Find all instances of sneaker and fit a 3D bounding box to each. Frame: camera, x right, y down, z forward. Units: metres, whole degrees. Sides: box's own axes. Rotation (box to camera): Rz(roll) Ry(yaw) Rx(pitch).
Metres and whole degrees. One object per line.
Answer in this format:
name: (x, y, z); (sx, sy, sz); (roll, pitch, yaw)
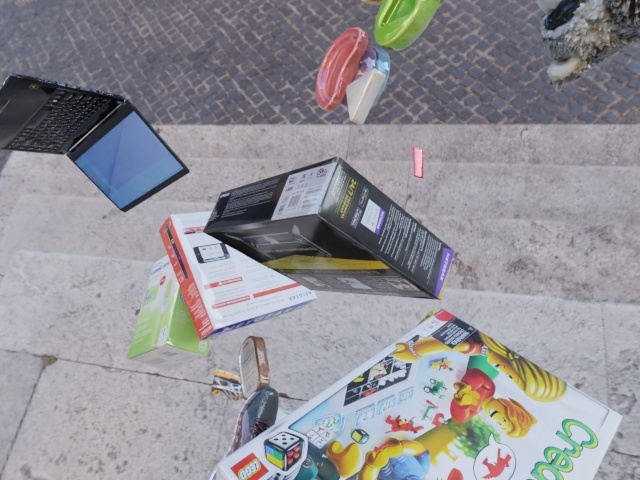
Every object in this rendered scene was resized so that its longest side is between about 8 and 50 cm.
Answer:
sneaker: (-0.138, 0.486, 0.995); (0.162, 0.106, 0.282); (-1, 60, 53)
sneaker: (-0.266, 0.500, 1.459); (0.214, 0.084, 0.083); (14, 73, 20)

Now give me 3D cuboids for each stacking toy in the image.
stacking toy: (0.128, -0.337, 0.760); (0.309, 0.130, 0.280); (-59, 30, 28)

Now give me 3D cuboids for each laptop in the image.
laptop: (-0.417, -0.145, 0.757); (0.234, 0.264, 0.137); (-21, 82, 34)

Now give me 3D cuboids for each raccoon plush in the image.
raccoon plush: (0.529, -0.317, 0.611); (0.216, 0.299, 0.446); (-35, 61, -23)

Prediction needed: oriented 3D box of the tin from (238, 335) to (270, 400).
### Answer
tin: (-0.182, 0.346, 1.187); (0.106, 0.040, 0.190); (-48, 38, 25)

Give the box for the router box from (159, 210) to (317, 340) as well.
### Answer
router box: (-0.206, 0.066, 1.143); (0.082, 0.335, 0.301); (-38, 70, 41)

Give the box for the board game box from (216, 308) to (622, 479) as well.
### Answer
board game box: (0.097, 0.177, 0.361); (0.305, 0.053, 0.193); (-21, 40, -41)

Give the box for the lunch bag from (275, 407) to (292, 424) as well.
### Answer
lunch bag: (-0.108, 0.641, 1.295); (0.160, 0.223, 0.262); (-43, 84, 23)

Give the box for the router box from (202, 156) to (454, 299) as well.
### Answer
router box: (0.000, 0.000, 0.660); (0.308, 0.242, 0.081); (-4, 60, 51)

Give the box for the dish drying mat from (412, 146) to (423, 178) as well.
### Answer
dish drying mat: (0.260, -0.207, 1.164); (0.032, 0.008, 0.083); (6, 76, -24)

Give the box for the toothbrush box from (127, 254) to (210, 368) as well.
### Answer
toothbrush box: (-0.382, 0.175, 1.170); (0.206, 0.122, 0.283); (-24, 48, 38)

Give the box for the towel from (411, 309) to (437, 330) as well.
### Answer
towel: (0.234, 0.270, 1.044); (0.021, 0.237, 0.102); (-12, 56, -36)
